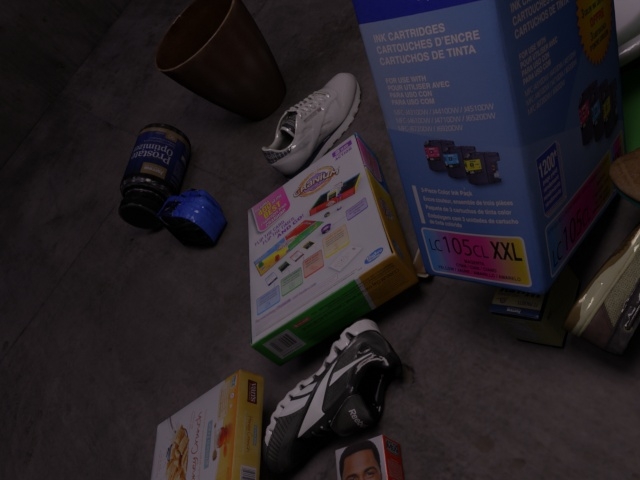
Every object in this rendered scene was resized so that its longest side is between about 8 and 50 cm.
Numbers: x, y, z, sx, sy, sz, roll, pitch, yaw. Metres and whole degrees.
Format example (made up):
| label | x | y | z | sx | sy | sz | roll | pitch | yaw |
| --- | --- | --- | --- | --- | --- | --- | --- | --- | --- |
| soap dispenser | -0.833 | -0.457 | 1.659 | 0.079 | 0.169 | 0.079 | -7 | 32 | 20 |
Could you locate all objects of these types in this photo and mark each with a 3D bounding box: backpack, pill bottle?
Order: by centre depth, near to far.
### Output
| label | x | y | z | sx | sy | sz | roll | pitch | yaw |
| --- | --- | --- | --- | --- | --- | --- | --- | --- | --- |
| backpack | -0.243 | -0.049 | 1.197 | 0.120 | 0.098 | 0.101 | 7 | 62 | 46 |
| pill bottle | -0.368 | -0.140 | 1.360 | 0.122 | 0.122 | 0.219 | -16 | 51 | 33 |

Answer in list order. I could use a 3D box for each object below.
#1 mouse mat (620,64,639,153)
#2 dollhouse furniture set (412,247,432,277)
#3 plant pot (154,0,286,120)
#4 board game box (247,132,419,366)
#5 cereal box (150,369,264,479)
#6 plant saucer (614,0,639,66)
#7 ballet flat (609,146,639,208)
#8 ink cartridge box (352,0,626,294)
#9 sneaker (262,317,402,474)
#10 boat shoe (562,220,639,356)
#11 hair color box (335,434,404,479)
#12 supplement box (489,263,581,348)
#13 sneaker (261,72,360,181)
| label | x | y | z | sx | sy | sz | roll | pitch | yaw |
| --- | --- | --- | --- | --- | --- | --- | --- | --- | --- |
| mouse mat | 0.436 | -0.175 | 0.748 | 0.189 | 0.007 | 0.153 | -17 | 50 | 31 |
| dollhouse furniture set | 0.155 | -0.010 | 0.818 | 0.090 | 0.081 | 0.114 | 7 | 65 | 45 |
| plant pot | -0.182 | -0.361 | 1.274 | 0.215 | 0.230 | 0.216 | -23 | 48 | 28 |
| board game box | 0.000 | 0.000 | 0.933 | 0.242 | 0.064 | 0.317 | -34 | 35 | 19 |
| cereal box | -0.165 | 0.304 | 0.853 | 0.240 | 0.047 | 0.173 | -39 | 39 | 37 |
| plant saucer | 0.363 | -0.345 | 0.870 | 0.400 | 0.100 | 0.401 | -24 | 47 | 28 |
| ballet flat | 0.420 | -0.041 | 0.512 | 0.116 | 0.124 | 0.342 | -39 | 50 | -21 |
| ink cartridge box | 0.185 | -0.186 | 0.626 | 0.151 | 0.396 | 0.270 | 5 | 34 | 43 |
| sneaker | 0.017 | 0.212 | 0.778 | 0.234 | 0.078 | 0.106 | -50 | 38 | -3 |
| boat shoe | 0.341 | 0.026 | 0.635 | 0.073 | 0.080 | 0.223 | 40 | 76 | 21 |
| hair color box | 0.060 | 0.303 | 0.698 | 0.071 | 0.043 | 0.141 | -28 | 44 | 25 |
| supplement box | 0.240 | 0.063 | 0.685 | 0.056 | 0.083 | 0.083 | 4 | 64 | 43 |
| sneaker | -0.013 | -0.222 | 1.123 | 0.090 | 0.095 | 0.235 | 18 | 72 | 49 |
